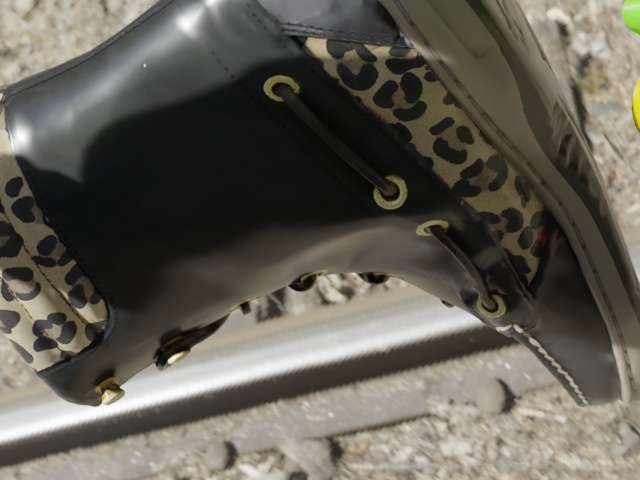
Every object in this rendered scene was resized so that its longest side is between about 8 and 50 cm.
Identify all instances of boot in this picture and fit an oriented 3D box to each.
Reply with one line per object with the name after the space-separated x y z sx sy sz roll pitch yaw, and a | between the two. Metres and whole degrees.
0.000 0.000 0.731 0.284 0.377 0.138 -25 46 14 | boot

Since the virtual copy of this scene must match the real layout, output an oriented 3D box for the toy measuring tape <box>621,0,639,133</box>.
0.251 -0.148 0.584 0.330 0.121 0.121 -47 51 -9 | toy measuring tape
